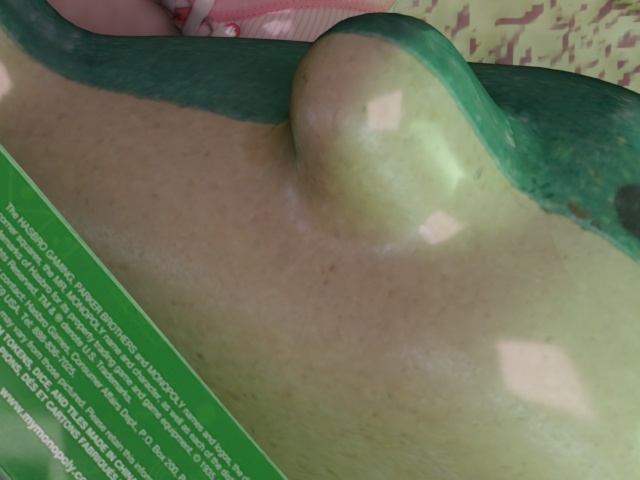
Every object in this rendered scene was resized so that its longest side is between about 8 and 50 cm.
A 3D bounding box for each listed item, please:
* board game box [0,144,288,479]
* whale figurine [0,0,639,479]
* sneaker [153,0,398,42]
[{"bbox_3d":[-0.080,0.048,0.475,0.046,0.213,0.317,-44,103,-19],"label":"board game box"},{"bbox_3d":[0.000,0.000,0.516,0.272,0.216,0.141,31,55,7],"label":"whale figurine"},{"bbox_3d":[-0.039,-0.080,0.548,0.134,0.051,0.070,13,90,-16],"label":"sneaker"}]
